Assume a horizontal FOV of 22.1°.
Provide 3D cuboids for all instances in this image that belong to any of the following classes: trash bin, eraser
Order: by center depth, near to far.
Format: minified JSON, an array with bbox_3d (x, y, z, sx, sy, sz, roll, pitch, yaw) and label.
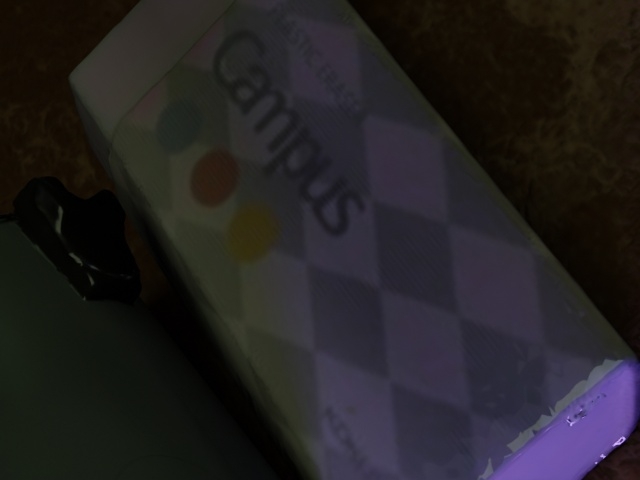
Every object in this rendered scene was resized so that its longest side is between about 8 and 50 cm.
[{"bbox_3d":[-0.147,0.148,0.907,0.262,0.217,0.277,48,114,33],"label":"trash bin"},{"bbox_3d":[0.001,0.001,0.937,0.213,0.082,0.397,-44,58,14],"label":"eraser"}]
